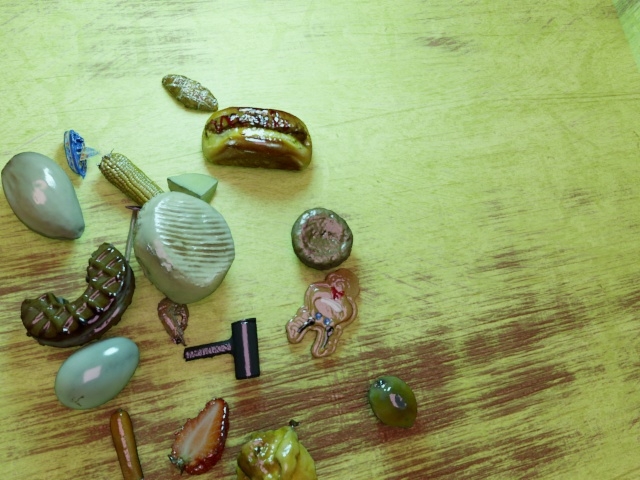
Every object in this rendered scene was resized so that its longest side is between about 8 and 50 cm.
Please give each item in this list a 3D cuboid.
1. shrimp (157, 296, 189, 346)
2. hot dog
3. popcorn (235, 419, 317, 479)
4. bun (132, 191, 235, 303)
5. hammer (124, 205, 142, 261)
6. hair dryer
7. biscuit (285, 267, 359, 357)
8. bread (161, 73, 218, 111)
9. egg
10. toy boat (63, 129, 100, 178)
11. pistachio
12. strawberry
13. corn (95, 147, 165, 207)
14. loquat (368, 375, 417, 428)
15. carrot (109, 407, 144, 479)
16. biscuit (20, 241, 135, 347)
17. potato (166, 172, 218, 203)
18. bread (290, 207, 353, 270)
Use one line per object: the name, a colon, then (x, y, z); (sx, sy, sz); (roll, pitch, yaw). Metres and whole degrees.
shrimp: (-0.481, 0.271, 1.859); (0.099, 0.041, 0.180); (-18, 79, -31)
hot dog: (-0.218, -0.367, 1.981); (0.405, 0.223, 0.185); (3, 78, -11)
popcorn: (-0.149, 0.712, 1.676); (0.281, 0.297, 0.316); (-38, 119, -33)
bun: (-0.449, 0.020, 1.818); (0.326, 0.234, 0.362); (-30, 91, -38)
hammer: (-0.653, -0.025, 1.906); (0.062, 0.013, 0.199); (7, 74, -10)
hair dryer: (-0.329, 0.369, 1.849); (0.251, 0.089, 0.197); (-6, 79, -4)
biscuit: (0.024, 0.246, 1.965); (0.202, 0.047, 0.334); (35, 71, -2)
bread: (-0.482, -0.547, 2.048); (0.233, 0.076, 0.105); (28, 70, -2)
egg: (-0.678, 0.401, 1.701); (0.264, 0.183, 0.183); (-35, 85, -24)
toy boat: (-0.809, -0.297, 1.902); (0.110, 0.091, 0.175); (-10, 82, 2)
pistachio: (-0.889, -0.137, 1.796); (0.332, 0.208, 0.226); (57, 29, -1)
strawberry: (-0.358, 0.636, 1.758); (0.236, 0.107, 0.175); (-36, 49, -19)
corn: (-0.621, -0.184, 1.909); (0.305, 0.106, 0.106); (40, 71, -5)
loquat: (0.250, 0.551, 1.887); (0.152, 0.152, 0.195); (-38, 94, -18)
carrot: (-0.601, 0.632, 1.718); (0.067, 0.067, 0.225); (-16, 81, -16)
biscuit: (-0.739, 0.188, 1.735); (0.268, 0.115, 0.366); (34, 70, 32)
potato: (-0.452, -0.185, 1.975); (0.149, 0.081, 0.120); (27, 40, 13)
bread: (0.000, 0.000, 1.984); (0.230, 0.123, 0.230); (3, 79, -15)
